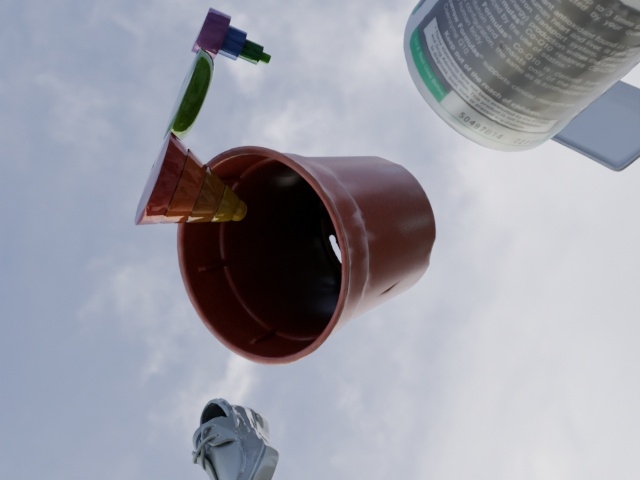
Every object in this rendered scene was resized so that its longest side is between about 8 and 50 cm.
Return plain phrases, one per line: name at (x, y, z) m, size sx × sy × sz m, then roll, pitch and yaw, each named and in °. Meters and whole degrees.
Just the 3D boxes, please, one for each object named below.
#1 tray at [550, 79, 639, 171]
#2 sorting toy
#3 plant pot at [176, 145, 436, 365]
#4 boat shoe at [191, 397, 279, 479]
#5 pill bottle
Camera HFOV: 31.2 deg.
tray at (0.359, -0.172, 1.562) m, size 0.145 × 0.270 × 0.030 m, roll -34°, pitch -49°, yaw -17°
sorting toy at (-0.129, -0.148, 1.462) m, size 0.126 × 0.127 × 0.366 m, roll 22°, pitch -131°, yaw -12°
plant pot at (0.000, 0.000, 1.502) m, size 0.265 × 0.272 × 0.273 m, roll -15°, pitch -74°, yaw -52°
boat shoe at (-0.096, 0.220, 1.178) m, size 0.081 × 0.227 × 0.079 m, roll 25°, pitch -85°, yaw -10°
pill bottle at (0.248, -0.255, 1.082) m, size 0.204 × 0.361 × 0.204 m, roll 13°, pitch -121°, yaw -22°
